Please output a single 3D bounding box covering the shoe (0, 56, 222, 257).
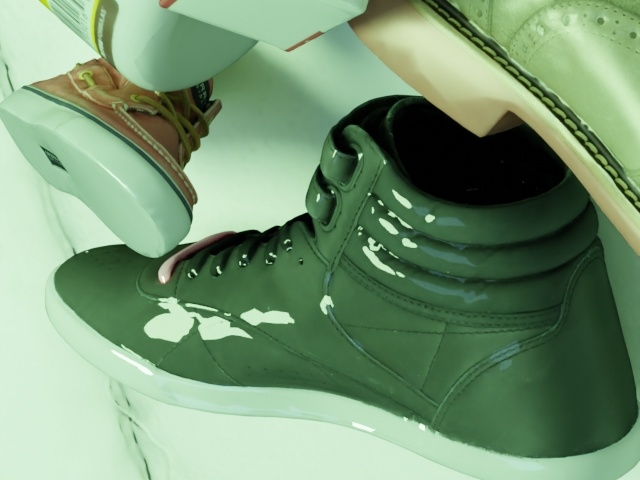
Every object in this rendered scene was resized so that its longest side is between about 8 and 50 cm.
[{"bbox_3d":[-0.076,-0.051,0.837,0.063,0.081,0.178,59,166,-25],"label":"shoe"}]

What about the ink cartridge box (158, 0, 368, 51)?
[{"bbox_3d":[-0.005,-0.144,0.685,0.056,0.135,0.099,18,172,-15],"label":"ink cartridge box"}]

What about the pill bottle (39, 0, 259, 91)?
[{"bbox_3d":[-0.106,-0.168,0.808,0.215,0.117,0.117,42,136,16],"label":"pill bottle"}]

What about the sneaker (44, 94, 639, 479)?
[{"bbox_3d":[0.000,0.000,0.827,0.295,0.104,0.147,12,120,32],"label":"sneaker"}]

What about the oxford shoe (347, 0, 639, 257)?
[{"bbox_3d":[0.152,-0.057,0.634,0.348,0.123,0.130,34,128,22],"label":"oxford shoe"}]
